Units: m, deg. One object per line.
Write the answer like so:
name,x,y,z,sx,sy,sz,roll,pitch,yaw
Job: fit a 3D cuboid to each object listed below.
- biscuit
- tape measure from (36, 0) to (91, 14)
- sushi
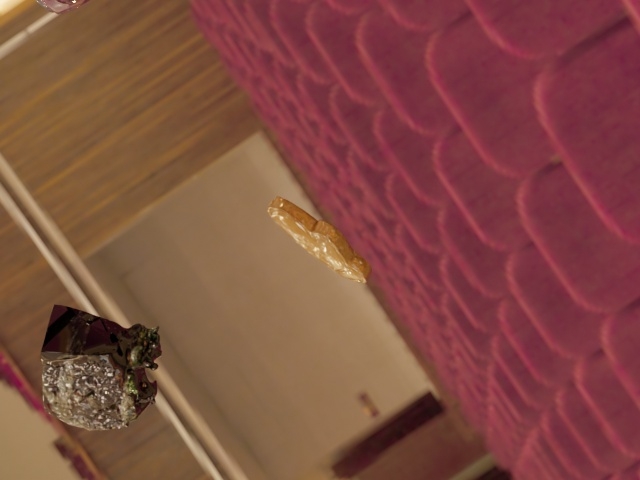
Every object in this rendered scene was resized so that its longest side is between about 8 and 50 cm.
biscuit,-0.001,0.001,1.516,0.140,0.023,0.118,38,168,-1
tape measure,-0.250,-0.321,1.205,0.231,0.149,0.245,51,-178,-23
sushi,-0.162,0.101,1.005,0.056,0.084,0.083,-89,8,-56
